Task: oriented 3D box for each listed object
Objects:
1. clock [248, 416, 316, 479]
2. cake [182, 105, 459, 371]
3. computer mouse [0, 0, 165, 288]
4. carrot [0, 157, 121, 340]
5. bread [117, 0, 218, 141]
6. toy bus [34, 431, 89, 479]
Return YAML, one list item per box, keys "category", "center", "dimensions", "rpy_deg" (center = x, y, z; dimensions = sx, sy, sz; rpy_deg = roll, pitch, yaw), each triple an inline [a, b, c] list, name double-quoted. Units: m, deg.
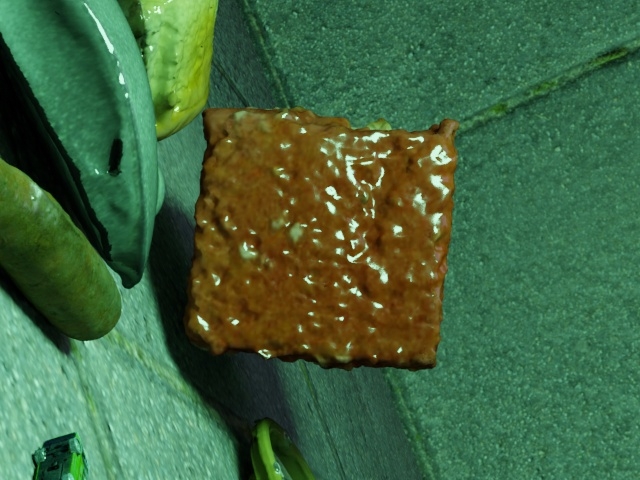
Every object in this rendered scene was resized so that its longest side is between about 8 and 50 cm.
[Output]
- category: "clock"
  center: [-0.027, 0.304, 1.497]
  dimensions: [0.237, 0.057, 0.237]
  rpy_deg: [63, 5, -10]
- category: "cake"
  center: [0.000, 0.000, 1.532]
  dimensions: [0.319, 0.269, 0.270]
  rpy_deg: [94, 3, -87]
- category: "computer mouse"
  center: [-0.208, -0.143, 1.204]
  dimensions: [0.374, 0.114, 0.203]
  rpy_deg: [66, -13, -12]
- category: "carrot"
  center: [-0.235, -0.033, 0.985]
  dimensions: [0.342, 0.070, 0.070]
  rpy_deg: [57, 11, -49]
- category: "bread"
  center: [-0.181, -0.210, 1.403]
  dimensions: [0.262, 0.162, 0.204]
  rpy_deg: [-124, -144, -44]
- category: "toy bus"
  center: [-0.173, 0.163, 0.929]
  dimensions: [0.083, 0.031, 0.037]
  rpy_deg: [-100, 172, -65]
